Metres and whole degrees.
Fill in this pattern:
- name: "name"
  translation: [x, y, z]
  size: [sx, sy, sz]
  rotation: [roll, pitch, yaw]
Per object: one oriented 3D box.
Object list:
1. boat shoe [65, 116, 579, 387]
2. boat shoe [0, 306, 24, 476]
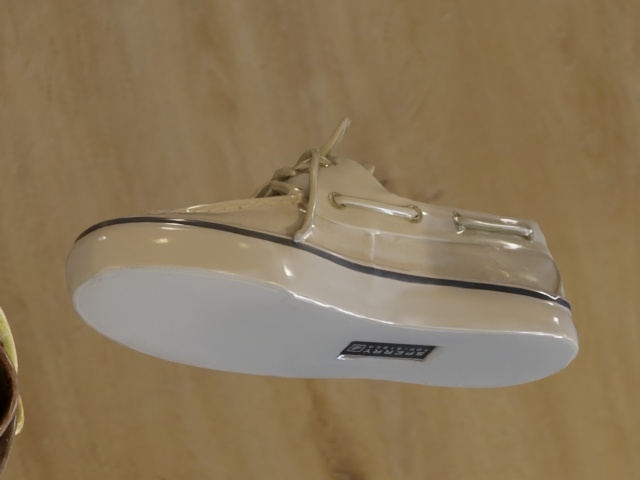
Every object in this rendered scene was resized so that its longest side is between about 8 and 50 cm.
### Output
- name: "boat shoe"
  translation: [0.005, -0.004, 1.122]
  size: [0.367, 0.136, 0.156]
  rotation: [7, 59, -26]
- name: "boat shoe"
  translation: [-0.158, 0.064, 0.626]
  size: [0.097, 0.324, 0.116]
  rotation: [-18, 90, -6]
